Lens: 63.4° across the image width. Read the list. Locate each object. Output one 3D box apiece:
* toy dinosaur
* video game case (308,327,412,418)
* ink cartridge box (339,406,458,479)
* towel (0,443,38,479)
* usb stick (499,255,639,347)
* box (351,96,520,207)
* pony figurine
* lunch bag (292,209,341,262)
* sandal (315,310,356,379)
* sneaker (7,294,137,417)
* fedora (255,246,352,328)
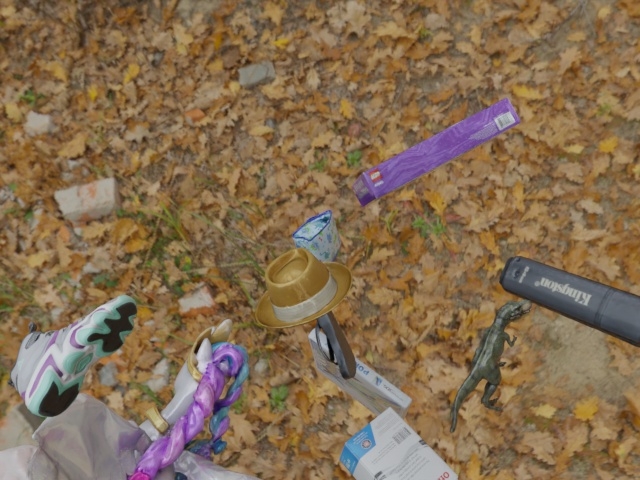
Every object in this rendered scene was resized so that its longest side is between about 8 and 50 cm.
[{"bbox_3d":[0.286,0.222,0.887,0.064,0.118,0.268,16,62,40],"label":"toy dinosaur"},{"bbox_3d":[0.102,0.387,1.411,0.300,0.329,0.036,33,68,20],"label":"video game case"},{"bbox_3d":[0.154,0.456,1.041,0.140,0.082,0.191,-26,55,-34],"label":"ink cartridge box"},{"bbox_3d":[-0.477,0.449,0.642,0.317,0.053,0.331,-5,46,-43],"label":"towel"},{"bbox_3d":[0.435,0.097,0.891,0.278,0.045,0.077,26,100,52],"label":"usb stick"},{"bbox_3d":[0.208,-0.161,1.001,0.293,0.201,0.057,-28,90,-3],"label":"box"},{"bbox_3d":[-0.214,0.293,0.632,0.303,0.351,0.363,36,96,-18],"label":"pony figurine"},{"bbox_3d":[0.000,0.000,1.534,0.096,0.128,0.151,15,44,39],"label":"lunch bag"},{"bbox_3d":[0.018,0.223,1.239,0.055,0.097,0.254,-32,54,8],"label":"sandal"},{"bbox_3d":[-0.187,0.070,0.378,0.069,0.038,0.098,23,61,30],"label":"sneaker"},{"bbox_3d":[-0.039,0.069,0.886,0.194,0.079,0.194,-18,24,8],"label":"fedora"}]
